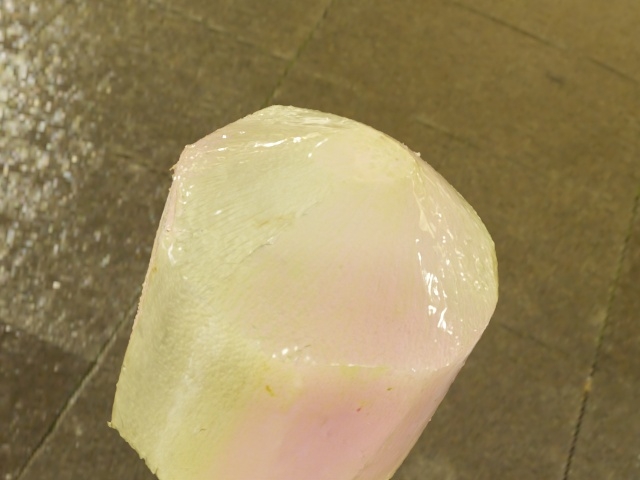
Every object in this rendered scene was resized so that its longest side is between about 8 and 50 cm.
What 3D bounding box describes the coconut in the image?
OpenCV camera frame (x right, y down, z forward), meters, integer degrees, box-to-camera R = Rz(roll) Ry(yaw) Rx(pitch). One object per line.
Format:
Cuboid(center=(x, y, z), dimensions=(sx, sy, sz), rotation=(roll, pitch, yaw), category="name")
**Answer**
Cuboid(center=(-0.012, 0.032, 0.831), dimensions=(0.233, 0.245, 0.233), rotation=(18, 36, -13), category="coconut")
